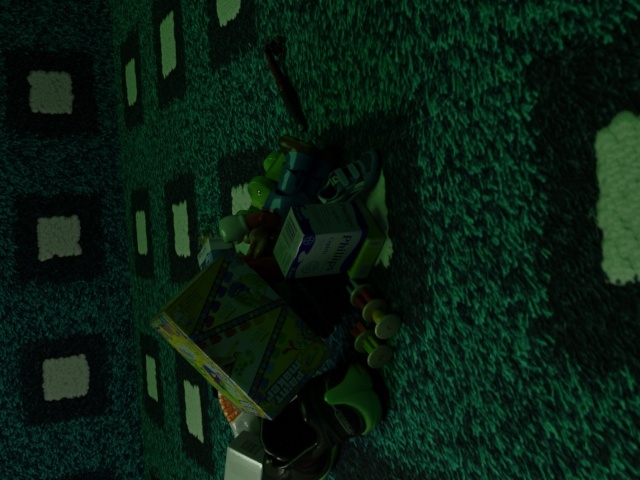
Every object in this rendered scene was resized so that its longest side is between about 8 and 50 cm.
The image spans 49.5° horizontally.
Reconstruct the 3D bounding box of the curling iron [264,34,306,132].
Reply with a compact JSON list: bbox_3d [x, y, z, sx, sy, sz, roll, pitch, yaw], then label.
[{"bbox_3d":[-0.082,-0.361,1.584,0.068,0.035,0.274,-52,48,54],"label":"curling iron"}]

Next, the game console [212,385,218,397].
[{"bbox_3d":[-0.309,0.304,2.142,0.213,0.044,0.361,-30,67,61],"label":"game console"}]

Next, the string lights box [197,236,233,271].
[{"bbox_3d":[-0.289,0.132,2.034,0.133,0.077,0.259,-47,53,56],"label":"string lights box"}]

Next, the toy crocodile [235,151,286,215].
[{"bbox_3d":[-0.123,-0.098,1.646,0.115,0.105,0.340,-61,3,-37],"label":"toy crocodile"}]

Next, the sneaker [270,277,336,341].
[{"bbox_3d":[-0.081,0.104,1.556,0.147,0.130,0.330,-57,45,48],"label":"sneaker"}]

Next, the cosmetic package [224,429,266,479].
[{"bbox_3d":[-0.191,0.641,1.865,0.117,0.085,0.231,21,119,22],"label":"cosmetic package"}]

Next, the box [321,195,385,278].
[{"bbox_3d":[0.056,-0.025,1.352,0.178,0.042,0.109,62,145,39],"label":"box"}]

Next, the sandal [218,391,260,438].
[{"bbox_3d":[-0.211,0.474,1.917,0.076,0.102,0.265,-77,-24,-77],"label":"sandal"}]

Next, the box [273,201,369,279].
[{"bbox_3d":[0.000,0.000,1.267,0.072,0.137,0.126,63,146,33],"label":"box"}]

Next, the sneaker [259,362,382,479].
[{"bbox_3d":[-0.049,0.394,1.453,0.483,0.202,0.185,-62,40,47],"label":"sneaker"}]

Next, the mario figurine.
[{"bbox_3d":[-0.101,-0.058,1.432,0.320,0.198,0.170,-67,16,3],"label":"mario figurine"}]

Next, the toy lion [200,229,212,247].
[{"bbox_3d":[-0.369,0.014,2.233,0.096,0.034,0.100,141,120,-67],"label":"toy lion"}]

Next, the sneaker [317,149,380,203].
[{"bbox_3d":[0.053,-0.113,1.288,0.144,0.059,0.053,-48,45,20],"label":"sneaker"}]

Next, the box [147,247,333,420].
[{"bbox_3d":[-0.171,0.191,1.380,0.279,0.177,0.290,47,159,-7],"label":"box"}]

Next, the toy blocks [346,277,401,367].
[{"bbox_3d":[0.085,0.149,1.310,0.148,0.054,0.123,50,136,50],"label":"toy blocks"}]
